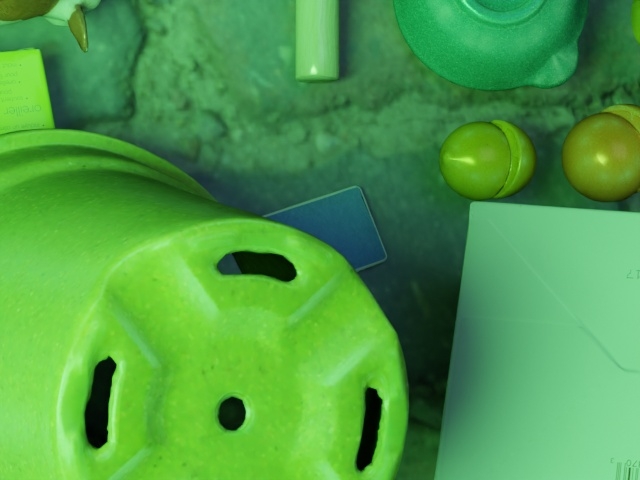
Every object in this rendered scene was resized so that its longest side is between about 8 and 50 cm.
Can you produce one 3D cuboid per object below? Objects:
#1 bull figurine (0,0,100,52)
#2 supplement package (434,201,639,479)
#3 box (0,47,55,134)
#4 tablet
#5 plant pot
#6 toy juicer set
[{"bbox_3d":[-0.243,-0.200,1.024,0.310,0.188,0.101,2,47,-19],"label":"bull figurine"},{"bbox_3d":[0.215,0.103,1.096,0.262,0.145,0.204,4,70,14],"label":"supplement package"},{"bbox_3d":[-0.203,-0.020,1.060,0.109,0.042,0.178,-7,80,-26],"label":"box"},{"bbox_3d":[0.000,0.000,1.171,0.083,0.006,0.054,-19,84,-27],"label":"tablet"},{"bbox_3d":[-0.092,0.075,0.929,0.276,0.254,0.276,0,91,-28],"label":"plant pot"},{"bbox_3d":[0.102,-0.135,1.224,0.329,0.089,0.209,21,84,-1],"label":"toy juicer set"}]
